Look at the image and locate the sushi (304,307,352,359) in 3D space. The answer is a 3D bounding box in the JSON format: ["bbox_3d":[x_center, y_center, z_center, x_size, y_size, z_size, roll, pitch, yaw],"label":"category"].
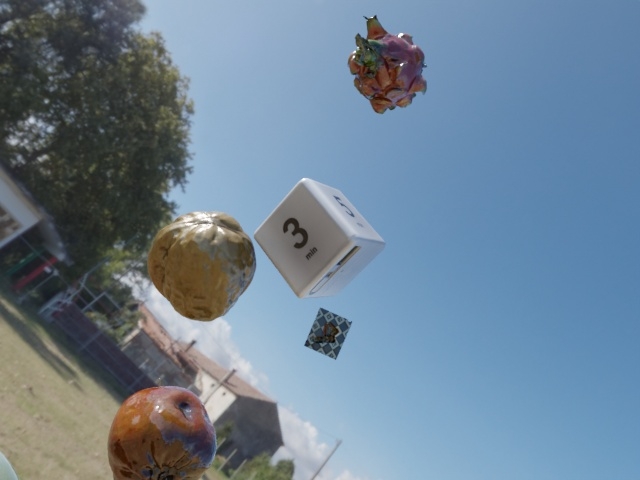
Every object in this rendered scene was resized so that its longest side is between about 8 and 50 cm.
[{"bbox_3d":[0.020,0.277,1.356,0.120,0.126,0.026,28,-12,-19],"label":"sushi"}]

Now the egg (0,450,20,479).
[{"bbox_3d":[-0.679,0.537,0.800,0.336,0.278,0.278,66,-22,12],"label":"egg"}]

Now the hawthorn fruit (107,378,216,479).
[{"bbox_3d":[-0.377,0.477,1.074,0.258,0.258,0.261,51,-25,-12],"label":"hawthorn fruit"}]

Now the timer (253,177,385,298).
[{"bbox_3d":[0.000,0.000,1.045,0.195,0.192,0.194,51,19,23],"label":"timer"}]

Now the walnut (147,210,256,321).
[{"bbox_3d":[-0.266,0.062,1.029,0.225,0.256,0.257,-117,-176,-51],"label":"walnut"}]

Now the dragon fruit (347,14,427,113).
[{"bbox_3d":[0.110,-0.325,0.825,0.235,0.135,0.137,14,45,-53],"label":"dragon fruit"}]
